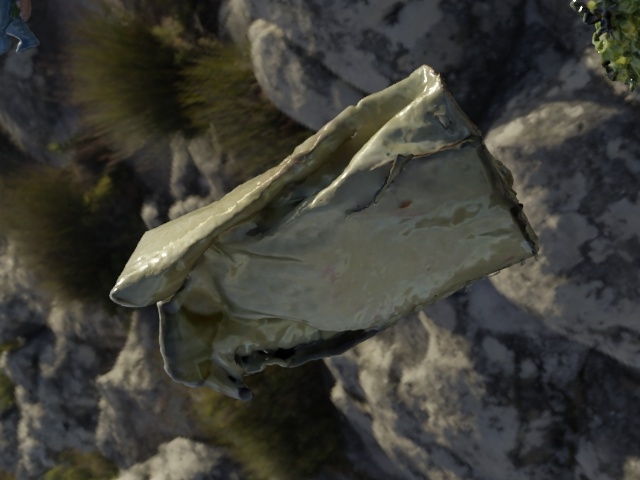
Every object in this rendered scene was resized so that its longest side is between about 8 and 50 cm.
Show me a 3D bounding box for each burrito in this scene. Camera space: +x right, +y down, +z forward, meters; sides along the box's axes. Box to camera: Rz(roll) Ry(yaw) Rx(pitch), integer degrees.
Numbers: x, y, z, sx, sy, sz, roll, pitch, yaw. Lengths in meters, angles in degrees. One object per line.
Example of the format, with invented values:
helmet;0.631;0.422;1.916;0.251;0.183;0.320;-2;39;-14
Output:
burrito;-0.002;-0.003;0.803;0.190;0.332;0.135;56;-170;-46

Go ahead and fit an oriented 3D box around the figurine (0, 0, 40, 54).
figurine;-0.364;-0.266;0.963;0.114;0.145;0.178;-72;-41;-77

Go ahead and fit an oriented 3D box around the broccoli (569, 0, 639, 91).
broccoli;0.328;-0.273;0.892;0.180;0.273;0.242;-22;59;35
